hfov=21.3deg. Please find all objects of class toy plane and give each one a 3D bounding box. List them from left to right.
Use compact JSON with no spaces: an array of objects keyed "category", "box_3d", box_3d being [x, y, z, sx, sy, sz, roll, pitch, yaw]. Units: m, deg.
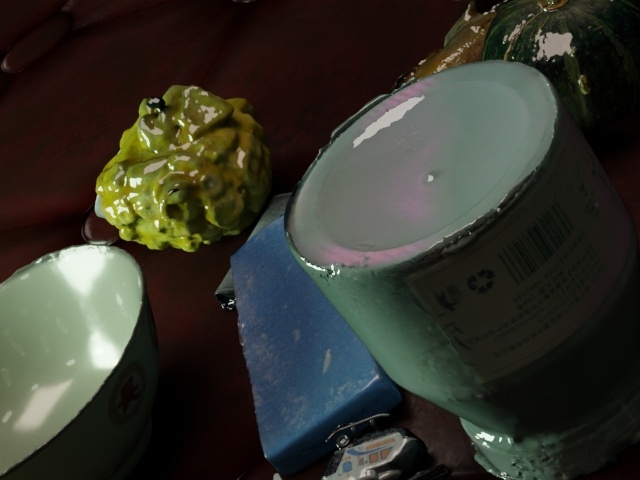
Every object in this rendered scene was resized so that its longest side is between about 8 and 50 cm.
[{"category":"toy plane","box_3d":[0.021,0.212,1.507,0.197,0.053,0.078,-23,41,14]}]

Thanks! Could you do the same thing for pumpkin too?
[{"category":"pumpkin","box_3d":[0.254,-0.184,1.718,0.190,0.146,0.190,-6,45,6]}]

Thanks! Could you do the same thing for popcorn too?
[{"category":"popcorn","box_3d":[-0.158,-0.087,1.970,0.218,0.169,0.189,1,69,27]}]

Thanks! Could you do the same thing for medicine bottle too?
[{"category":"medicine bottle","box_3d":[0.144,0.036,1.388,0.245,0.290,0.245,-24,33,17]}]

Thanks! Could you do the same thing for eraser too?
[{"category":"eraser","box_3d":[-0.011,0.079,1.680,0.144,0.042,0.312,-35,36,18]}]

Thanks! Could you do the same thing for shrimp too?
[{"category":"shrimp","box_3d":[0.179,-0.242,1.960,0.262,0.066,0.117,-39,30,-7]}]

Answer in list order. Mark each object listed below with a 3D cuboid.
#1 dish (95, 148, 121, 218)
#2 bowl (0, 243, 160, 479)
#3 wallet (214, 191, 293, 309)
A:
[{"category":"dish","box_3d":[-0.210,-0.071,2.114,0.141,0.078,0.141,-56,-9,-14]},{"category":"bowl","box_3d":[-0.276,0.177,1.753,0.337,0.157,0.337,-27,32,18]},{"category":"wallet","box_3d":[-0.001,-0.002,1.838,0.222,0.036,0.167,-7,41,41]}]
